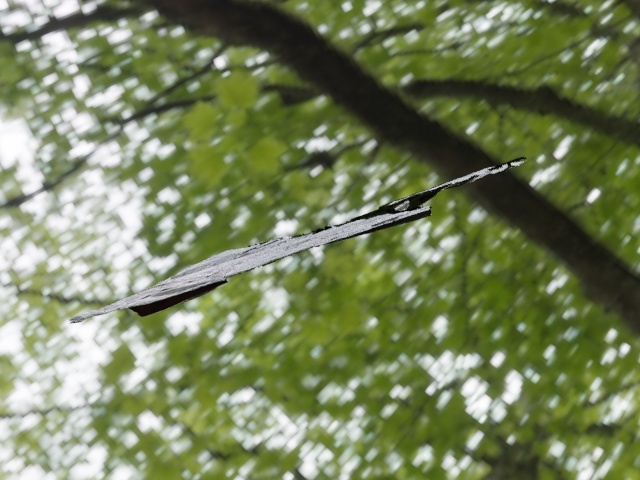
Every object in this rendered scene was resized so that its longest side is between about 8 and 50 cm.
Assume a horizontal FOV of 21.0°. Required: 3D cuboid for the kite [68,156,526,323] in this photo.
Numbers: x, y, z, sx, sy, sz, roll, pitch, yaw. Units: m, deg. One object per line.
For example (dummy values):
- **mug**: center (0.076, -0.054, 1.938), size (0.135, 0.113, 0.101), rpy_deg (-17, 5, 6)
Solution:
- **kite**: center (0.000, -0.002, 0.785), size (0.229, 0.250, 0.012), rpy_deg (-11, -80, 61)
